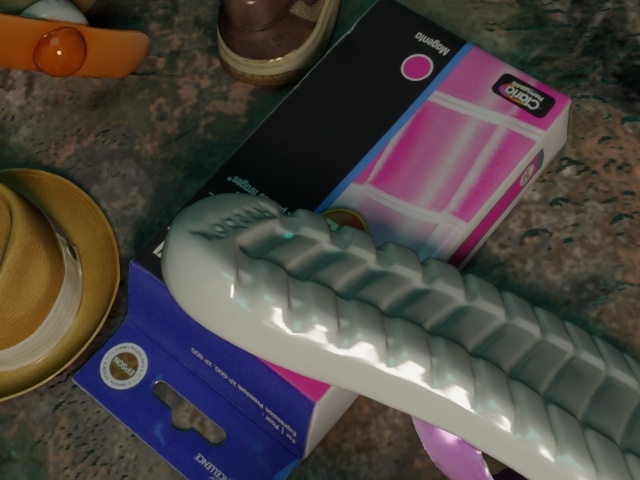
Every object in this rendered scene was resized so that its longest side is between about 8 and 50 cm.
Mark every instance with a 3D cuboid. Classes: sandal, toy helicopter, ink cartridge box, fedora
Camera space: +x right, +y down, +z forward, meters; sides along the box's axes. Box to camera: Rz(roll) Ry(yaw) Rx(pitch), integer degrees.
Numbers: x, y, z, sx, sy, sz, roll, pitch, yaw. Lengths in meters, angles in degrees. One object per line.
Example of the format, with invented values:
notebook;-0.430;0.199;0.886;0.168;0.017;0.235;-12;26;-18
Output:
sandal;0.093;0.101;0.629;0.416;0.102;0.169;29;27;2
toy helicopter;-0.288;-0.161;0.803;0.235;0.140;0.355;31;50;7
ink cartridge box;0.000;0.000;0.752;0.176;0.069;0.371;35;76;23
fedora;-0.243;0.018;0.772;0.194;0.079;0.194;-4;63;8

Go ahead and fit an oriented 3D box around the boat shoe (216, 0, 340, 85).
boat shoe;-0.023;-0.297;0.872;0.123;0.123;0.342;8;65;14
